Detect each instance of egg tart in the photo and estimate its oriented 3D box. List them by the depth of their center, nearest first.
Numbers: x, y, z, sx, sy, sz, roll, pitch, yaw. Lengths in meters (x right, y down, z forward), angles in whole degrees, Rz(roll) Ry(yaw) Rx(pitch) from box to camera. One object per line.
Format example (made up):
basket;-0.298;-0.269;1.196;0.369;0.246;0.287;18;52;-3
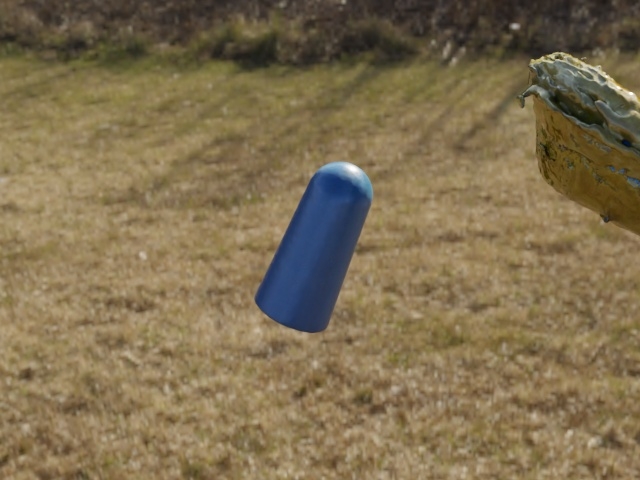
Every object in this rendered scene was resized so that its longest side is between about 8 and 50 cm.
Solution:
egg tart;0.422;-0.111;1.500;0.387;0.169;0.388;27;16;-9

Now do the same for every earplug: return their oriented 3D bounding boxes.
earplug;0.000;0.000;1.799;0.132;0.273;0.132;20;21;-8
